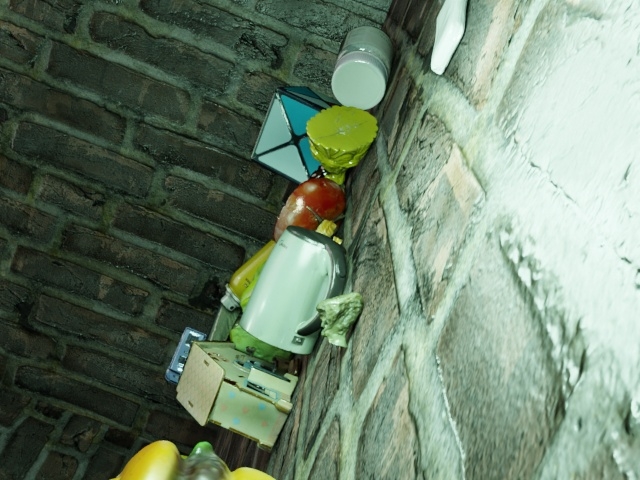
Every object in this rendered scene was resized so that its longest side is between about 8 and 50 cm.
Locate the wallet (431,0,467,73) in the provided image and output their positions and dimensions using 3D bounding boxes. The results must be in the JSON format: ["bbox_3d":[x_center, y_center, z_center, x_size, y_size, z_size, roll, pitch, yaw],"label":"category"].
[{"bbox_3d":[0.220,-0.366,1.403,0.190,0.033,0.095,-74,8,-45],"label":"wallet"}]

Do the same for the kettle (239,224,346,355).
[{"bbox_3d":[-0.033,0.100,1.651,0.221,0.161,0.237,31,99,57],"label":"kettle"}]

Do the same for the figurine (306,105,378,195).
[{"bbox_3d":[0.035,-0.184,2.186,0.187,0.168,0.315,-52,-16,-38],"label":"figurine"}]

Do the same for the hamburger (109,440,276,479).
[{"bbox_3d":[-0.217,0.478,1.181,0.396,0.277,0.396,-160,90,-85],"label":"hamburger"}]

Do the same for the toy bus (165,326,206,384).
[{"bbox_3d":[-0.396,0.342,2.416,0.076,0.073,0.167,153,138,-83],"label":"toy bus"}]

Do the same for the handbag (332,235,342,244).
[{"bbox_3d":[0.024,0.031,1.959,0.061,0.027,0.083,128,168,-87],"label":"handbag"}]

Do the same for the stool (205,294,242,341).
[{"bbox_3d":[-0.237,0.347,2.375,0.310,0.226,0.310,119,170,-66],"label":"stool"}]

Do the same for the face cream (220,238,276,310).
[{"bbox_3d":[-0.130,0.063,2.241,0.348,0.105,0.105,-41,7,4],"label":"face cream"}]

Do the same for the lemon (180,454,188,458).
[{"bbox_3d":[-0.262,0.521,1.494,0.253,0.310,0.253,-38,-26,-23],"label":"lemon"}]

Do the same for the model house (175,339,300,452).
[{"bbox_3d":[-0.182,0.304,1.806,0.326,0.244,0.169,-95,25,-83],"label":"model house"}]

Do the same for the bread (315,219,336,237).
[{"bbox_3d":[0.000,0.000,1.977,0.111,0.044,0.083,-61,-4,27],"label":"bread"}]

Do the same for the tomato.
[{"bbox_3d":[-0.013,-0.048,2.066,0.228,0.101,0.228,-43,-22,-22],"label":"tomato"}]

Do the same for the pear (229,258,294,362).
[{"bbox_3d":[-0.100,0.134,2.066,0.282,0.176,0.286,-72,6,-56],"label":"pear"}]

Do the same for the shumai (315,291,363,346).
[{"bbox_3d":[0.034,0.126,1.283,0.083,0.082,0.081,0,-106,-81],"label":"shumai"}]

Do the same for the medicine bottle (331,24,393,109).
[{"bbox_3d":[0.121,-0.493,2.350,0.273,0.165,0.165,-76,9,-54],"label":"medicine bottle"}]

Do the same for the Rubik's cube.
[{"bbox_3d":[-0.035,-0.313,2.514,0.247,0.248,0.250,-69,-13,18],"label":"Rubik's cube"}]
